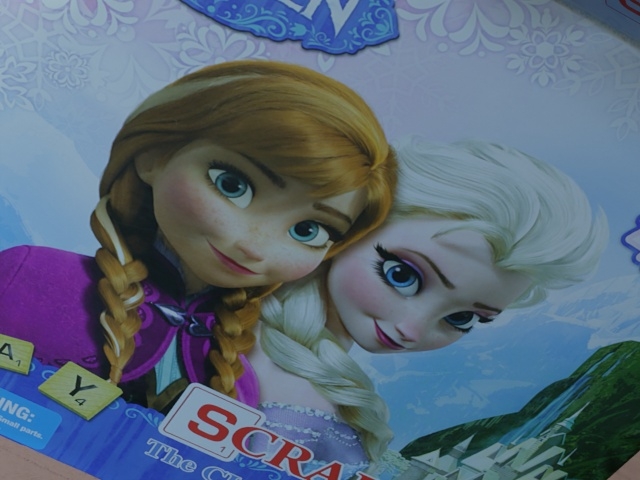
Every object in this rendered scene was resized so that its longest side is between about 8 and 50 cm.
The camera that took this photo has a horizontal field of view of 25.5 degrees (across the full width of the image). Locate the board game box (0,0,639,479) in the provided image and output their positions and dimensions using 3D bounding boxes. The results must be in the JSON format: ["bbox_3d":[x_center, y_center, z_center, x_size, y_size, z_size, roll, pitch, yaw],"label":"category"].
[{"bbox_3d":[0.000,0.000,0.571,0.319,0.066,0.318,26,128,-13],"label":"board game box"}]
